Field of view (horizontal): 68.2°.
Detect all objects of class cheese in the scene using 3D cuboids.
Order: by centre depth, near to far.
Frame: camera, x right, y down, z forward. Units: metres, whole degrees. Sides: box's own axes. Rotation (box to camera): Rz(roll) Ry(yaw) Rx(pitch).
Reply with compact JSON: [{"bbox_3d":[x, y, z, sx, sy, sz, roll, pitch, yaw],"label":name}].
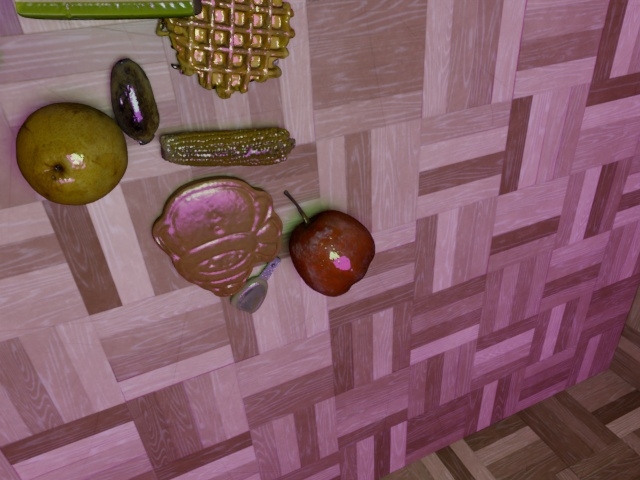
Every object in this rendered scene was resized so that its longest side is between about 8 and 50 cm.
[{"bbox_3d":[-0.179,0.125,1.374,0.097,0.037,0.192,29,101,-37],"label":"cheese"}]

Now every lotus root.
[{"bbox_3d":[-0.394,-0.288,0.999,0.089,0.080,0.179,-17,122,-18],"label":"lotus root"}]

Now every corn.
[{"bbox_3d":[-0.214,-0.221,1.125,0.319,0.097,0.097,-6,120,-21],"label":"corn"}]

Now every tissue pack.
[{"bbox_3d":[-0.353,-0.467,0.802,0.274,0.200,0.167,-5,119,-7],"label":"tissue pack"}]

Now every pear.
[{"bbox_3d":[-0.493,-0.168,0.945,0.209,0.209,0.209,-12,122,-20],"label":"pear"}]

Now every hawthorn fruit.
[{"bbox_3d":[0.020,0.034,1.298,0.263,0.235,0.231,11,110,-33],"label":"hawthorn fruit"}]

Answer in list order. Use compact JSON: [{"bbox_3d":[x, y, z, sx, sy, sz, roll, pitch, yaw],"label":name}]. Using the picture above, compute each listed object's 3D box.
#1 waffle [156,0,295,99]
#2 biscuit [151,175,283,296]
[{"bbox_3d":[-0.199,-0.470,1.008,0.329,0.062,0.329,-13,123,-20],"label":"waffle"},{"bbox_3d":[-0.252,-0.009,1.249,0.312,0.057,0.351,-28,126,-9],"label":"biscuit"}]
